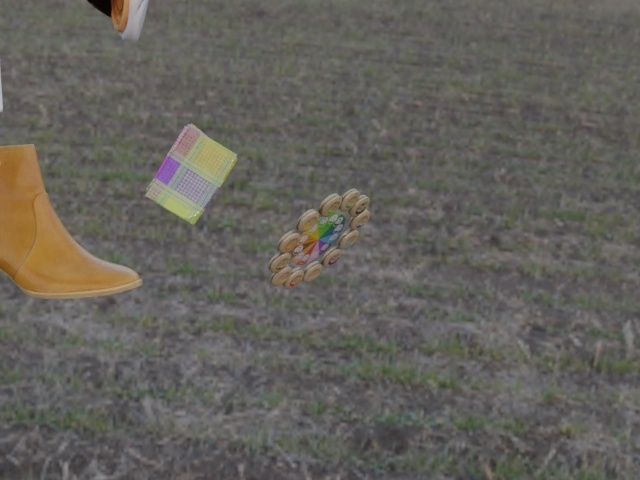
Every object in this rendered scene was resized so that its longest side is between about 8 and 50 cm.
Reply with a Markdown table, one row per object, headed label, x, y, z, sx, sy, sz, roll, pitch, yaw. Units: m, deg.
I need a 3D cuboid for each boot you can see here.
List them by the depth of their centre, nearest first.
| label | x | y | z | sx | sy | sz | roll | pitch | yaw |
| --- | --- | --- | --- | --- | --- | --- | --- | --- | --- |
| boot | -0.394 | -0.028 | 1.404 | 0.295 | 0.211 | 0.104 | 1 | 4 | 8 |

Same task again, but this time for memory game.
| label | x | y | z | sx | sy | sz | roll | pitch | yaw |
| --- | --- | --- | --- | --- | --- | --- | --- | --- | --- |
| memory game | 0.000 | 0.000 | 1.422 | 0.186 | 0.186 | 0.012 | -19 | 57 | -43 |

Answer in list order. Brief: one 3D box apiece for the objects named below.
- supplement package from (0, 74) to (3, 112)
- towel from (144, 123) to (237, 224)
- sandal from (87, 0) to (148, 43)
| label | x | y | z | sx | sy | sz | roll | pitch | yaw |
| --- | --- | --- | --- | --- | --- | --- | --- | --- | --- |
| supplement package | -0.484 | -0.195 | 0.985 | 0.262 | 0.198 | 0.199 | -21 | -26 | 21 |
| towel | -0.123 | -0.063 | 0.964 | 0.060 | 0.083 | 0.009 | 32 | -6 | -10 |
| sandal | -0.166 | -0.240 | 0.697 | 0.076 | 0.102 | 0.265 | -2 | 53 | -21 |
